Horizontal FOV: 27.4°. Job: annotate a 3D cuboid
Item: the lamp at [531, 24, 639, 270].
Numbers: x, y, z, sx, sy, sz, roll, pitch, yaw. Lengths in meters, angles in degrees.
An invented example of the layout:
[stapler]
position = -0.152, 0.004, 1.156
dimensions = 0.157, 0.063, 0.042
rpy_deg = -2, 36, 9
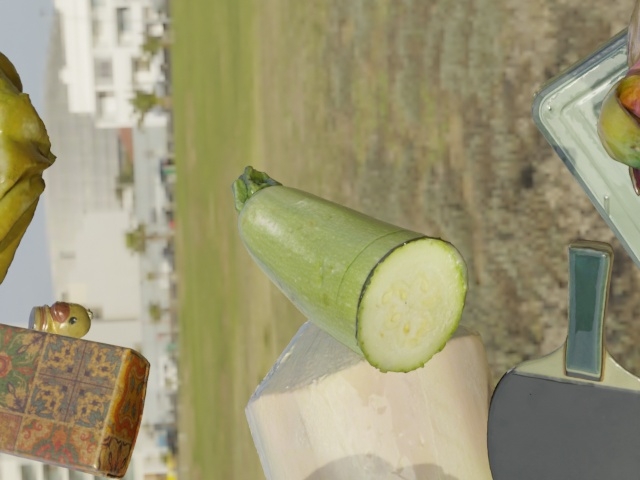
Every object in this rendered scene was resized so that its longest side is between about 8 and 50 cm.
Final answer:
[lamp]
position = 0.395, -0.117, 1.371
dimensions = 0.266, 0.269, 0.047
rpy_deg = 52, -164, -13

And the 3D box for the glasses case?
[glasses case]
position = -0.216, 0.086, 0.795
dimensions = 0.049, 0.218, 0.075
rpy_deg = 54, -133, -69

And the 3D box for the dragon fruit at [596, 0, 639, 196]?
[dragon fruit]
position = 0.328, -0.078, 0.878
dimensions = 0.305, 0.305, 0.225
rpy_deg = 105, -170, -66

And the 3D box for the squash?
[squash]
position = 0.000, 0.000, 0.903
dimensions = 0.224, 0.094, 0.094
rpy_deg = 35, 132, 47

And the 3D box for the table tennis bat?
[table tennis bat]
position = 0.203, 0.126, 1.015
dimensions = 0.021, 0.154, 0.274
rpy_deg = -48, -39, -56

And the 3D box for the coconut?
[coconut]
position = 0.052, 0.170, 1.206
dimensions = 0.239, 0.239, 0.244
rpy_deg = 118, 139, -75

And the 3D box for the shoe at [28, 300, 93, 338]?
[shoe]
position = -0.301, 0.111, 1.495
dimensions = 0.072, 0.069, 0.109
rpy_deg = -123, 45, -61

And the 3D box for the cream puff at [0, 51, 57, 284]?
[cream puff]
position = -0.175, -0.016, 0.523
dimensions = 0.156, 0.156, 0.121
rpy_deg = -104, -8, -57
